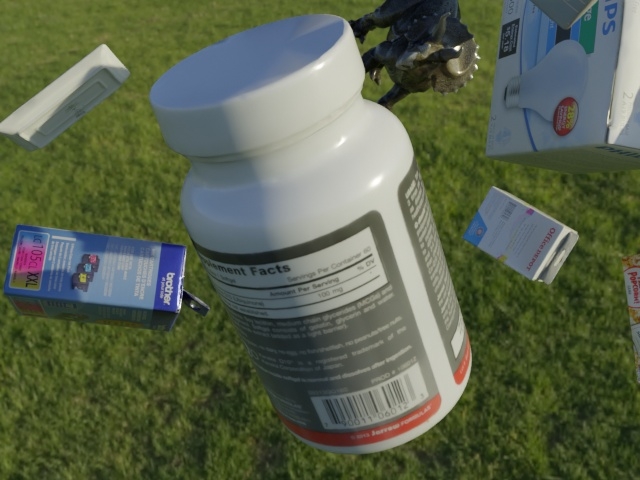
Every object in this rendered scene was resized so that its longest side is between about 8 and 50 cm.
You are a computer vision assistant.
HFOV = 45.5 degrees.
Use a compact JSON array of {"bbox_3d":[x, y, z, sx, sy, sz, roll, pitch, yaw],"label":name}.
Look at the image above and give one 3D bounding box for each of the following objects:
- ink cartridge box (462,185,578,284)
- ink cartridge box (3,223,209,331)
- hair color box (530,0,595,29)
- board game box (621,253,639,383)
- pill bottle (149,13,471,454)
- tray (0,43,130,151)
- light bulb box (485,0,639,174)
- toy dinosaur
[{"bbox_3d":[0.306,-0.003,1.141,0.143,0.092,0.090,36,14,28],"label":"ink cartridge box"},{"bbox_3d":[-0.431,0.091,1.604,0.395,0.151,0.270,6,-16,-13],"label":"ink cartridge box"},{"bbox_3d":[0.320,-0.380,0.666,0.113,0.374,0.185,43,59,5],"label":"hair color box"},{"bbox_3d":[0.534,0.123,1.182,0.147,0.193,0.045,7,-16,-39],"label":"board game box"},{"bbox_3d":[0.000,0.000,0.695,0.210,0.363,0.210,-15,30,9],"label":"pill bottle"},{"bbox_3d":[-0.508,-0.275,1.538,0.270,0.030,0.145,-38,-13,-1],"label":"tray"},{"bbox_3d":[0.504,-0.314,1.377,0.225,0.358,0.361,6,0,-19],"label":"light bulb box"},{"bbox_3d":[0.112,-0.247,0.911,0.160,0.121,0.313,-27,35,28],"label":"toy dinosaur"}]
